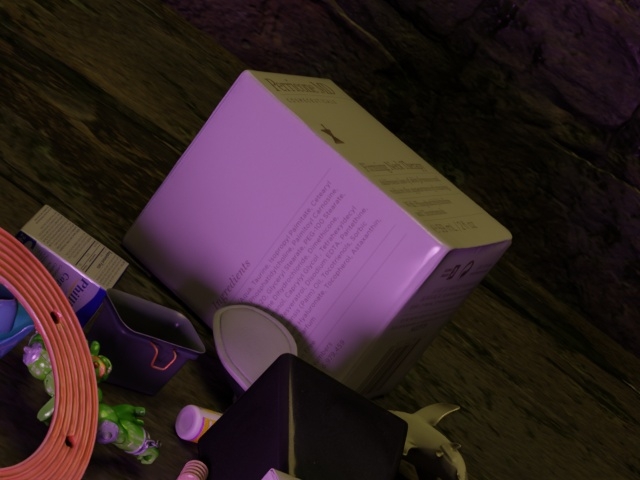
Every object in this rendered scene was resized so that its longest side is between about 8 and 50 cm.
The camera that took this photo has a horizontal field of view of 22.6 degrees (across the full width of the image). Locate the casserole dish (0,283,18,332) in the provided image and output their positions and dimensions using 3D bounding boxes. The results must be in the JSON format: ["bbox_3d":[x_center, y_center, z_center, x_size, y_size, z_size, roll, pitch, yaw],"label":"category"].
[{"bbox_3d":[-0.391,0.044,1.680,0.188,0.037,0.114,13,30,-53],"label":"casserole dish"}]

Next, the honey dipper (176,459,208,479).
[{"bbox_3d":[-0.159,0.292,1.783,0.030,0.030,0.160,37,21,-2],"label":"honey dipper"}]

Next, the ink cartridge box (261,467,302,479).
[{"bbox_3d":[-0.007,0.352,1.709,0.212,0.154,0.093,26,21,-35],"label":"ink cartridge box"}]

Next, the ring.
[{"bbox_3d":[-0.349,0.124,1.587,0.336,0.032,0.336,35,41,-39],"label":"ring"}]

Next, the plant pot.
[{"bbox_3d":[-0.023,0.280,1.852,0.188,0.187,0.167,32,31,-21],"label":"plant pot"}]

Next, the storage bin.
[{"bbox_3d":[-0.221,0.134,1.949,0.135,0.091,0.098,21,23,-42],"label":"storage bin"}]

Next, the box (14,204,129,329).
[{"bbox_3d":[-0.327,0.034,2.027,0.137,0.072,0.126,36,17,-5],"label":"box"}]

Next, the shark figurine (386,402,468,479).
[{"bbox_3d":[0.153,0.326,2.220,0.166,0.116,0.278,-11,32,-24],"label":"shark figurine"}]

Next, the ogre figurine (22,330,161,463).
[{"bbox_3d":[-0.263,0.171,1.778,0.197,0.097,0.118,65,6,9],"label":"ogre figurine"}]

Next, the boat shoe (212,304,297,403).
[{"bbox_3d":[-0.066,0.203,2.100,0.114,0.091,0.302,-8,40,-21],"label":"boat shoe"}]

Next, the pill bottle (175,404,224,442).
[{"bbox_3d":[-0.134,0.230,1.959,0.083,0.043,0.043,23,22,-41],"label":"pill bottle"}]

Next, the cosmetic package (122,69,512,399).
[{"bbox_3d":[0.000,0.000,2.349,0.394,0.327,0.329,42,17,15],"label":"cosmetic package"}]

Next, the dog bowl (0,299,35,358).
[{"bbox_3d":[-0.420,0.070,1.741,0.166,0.074,0.297,43,17,14],"label":"dog bowl"}]
